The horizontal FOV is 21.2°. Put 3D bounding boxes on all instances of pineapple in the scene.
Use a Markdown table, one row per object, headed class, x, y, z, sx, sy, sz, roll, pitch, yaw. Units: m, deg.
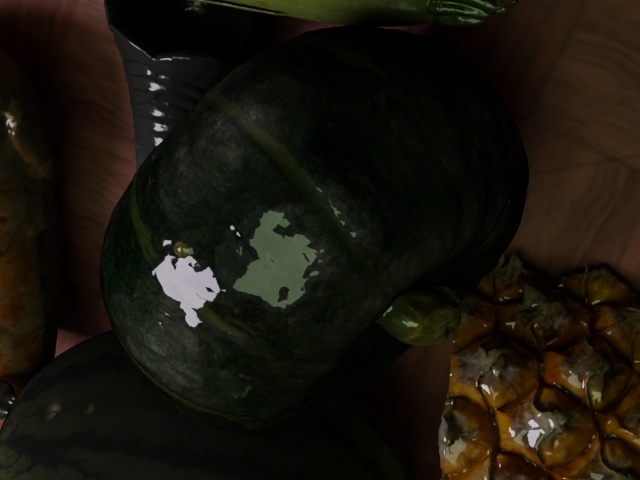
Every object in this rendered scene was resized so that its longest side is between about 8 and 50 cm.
| class | x | y | z | sx | sy | sz | roll | pitch | yaw |
| --- | --- | --- | --- | --- | --- | --- | --- | --- | --- |
| pineapple | 0.230 | 0.197 | 1.224 | 0.286 | 0.209 | 0.344 | 1 | 121 | 19 |

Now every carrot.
| class | x | y | z | sx | sy | sz | roll | pitch | yaw |
| --- | --- | --- | --- | --- | --- | --- | --- | --- | --- |
| carrot | -0.263 | -0.019 | 1.307 | 0.139 | 0.138 | 0.302 | 15 | 133 | 10 |

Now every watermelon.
| class | x | y | z | sx | sy | sz | roll | pitch | yaw |
| --- | --- | --- | --- | --- | --- | --- | --- | --- | --- |
| watermelon | -0.101 | 0.200 | 1.300 | 0.359 | 0.279 | 0.279 | 16 | 127 | 2 |

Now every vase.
| class | x | y | z | sx | sy | sz | roll | pitch | yaw |
| --- | --- | --- | --- | --- | --- | --- | --- | --- | --- |
| vase | -0.104 | -0.067 | 1.239 | 0.115 | 0.115 | 0.237 | 15 | 130 | 9 |

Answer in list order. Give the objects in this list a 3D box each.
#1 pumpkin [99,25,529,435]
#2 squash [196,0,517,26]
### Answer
| class | x | y | z | sx | sy | sz | roll | pitch | yaw |
| --- | --- | --- | --- | --- | --- | --- | --- | --- | --- |
| pumpkin | 0.000 | 0.000 | 1.119 | 0.207 | 0.300 | 0.300 | 49 | 128 | 12 |
| squash | -0.029 | -0.194 | 1.128 | 0.341 | 0.094 | 0.094 | 10 | 125 | 15 |
